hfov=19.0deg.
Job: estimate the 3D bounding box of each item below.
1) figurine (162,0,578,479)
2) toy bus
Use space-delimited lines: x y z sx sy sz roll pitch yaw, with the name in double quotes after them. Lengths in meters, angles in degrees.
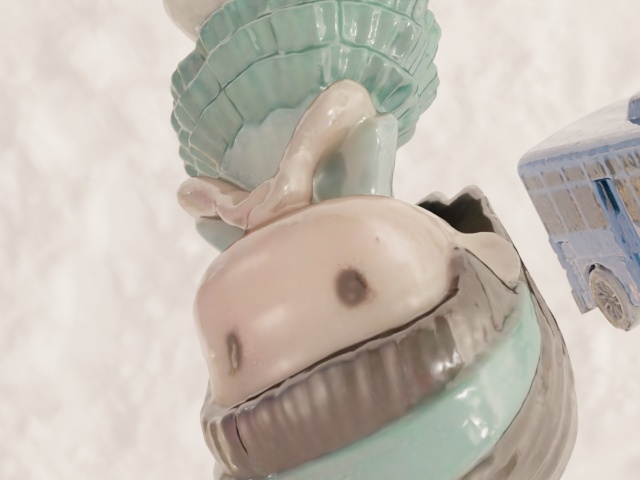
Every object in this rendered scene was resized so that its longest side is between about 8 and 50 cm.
0.000 0.000 0.628 0.138 0.110 0.246 -39 51 37 "figurine"
0.215 -0.030 1.084 0.134 0.116 0.234 64 163 -5 "toy bus"
